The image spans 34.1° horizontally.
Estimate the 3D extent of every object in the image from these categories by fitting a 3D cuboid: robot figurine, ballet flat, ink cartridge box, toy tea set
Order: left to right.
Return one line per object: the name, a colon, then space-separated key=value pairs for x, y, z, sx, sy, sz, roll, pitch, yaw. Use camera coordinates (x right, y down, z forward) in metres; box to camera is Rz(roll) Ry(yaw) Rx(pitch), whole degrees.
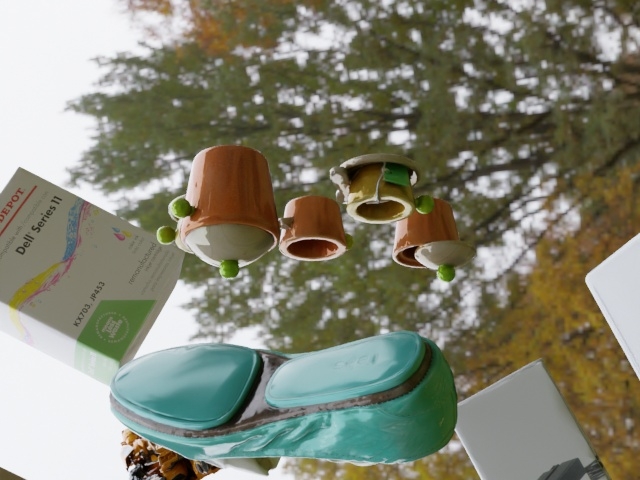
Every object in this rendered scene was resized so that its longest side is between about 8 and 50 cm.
ink cartridge box: x=-0.404 y=0.037 z=1.530 sx=0.207 sy=0.353 sz=0.119 roll=-63 pitch=0 yaw=-30
robot figurine: x=-0.224 y=0.324 z=1.646 sx=0.211 sy=0.291 sz=0.085 roll=-26 pitch=-85 yaw=-20
ballet flat: x=-0.026 y=0.112 z=0.653 sx=0.087 sy=0.247 sz=0.083 roll=63 pitch=-144 yaw=-27
toy tea set: x=0.000 y=0.000 z=1.058 sx=0.200 sy=0.336 sz=0.124 roll=106 pitch=164 yaw=-67
ink cartridge box: x=0.277 y=0.305 z=1.204 sx=0.307 sy=0.129 sz=0.223 roll=62 pitch=-174 yaw=14

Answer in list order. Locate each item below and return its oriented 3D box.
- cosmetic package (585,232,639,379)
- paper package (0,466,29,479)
cosmetic package: x=0.636 y=0.138 z=1.384 sx=0.329 sy=0.327 sz=0.394 roll=16 pitch=-140 yaw=-41
paper package: x=-0.322 y=0.433 z=1.096 sx=0.325 sy=0.168 sz=0.310 roll=38 pitch=-132 yaw=-32
